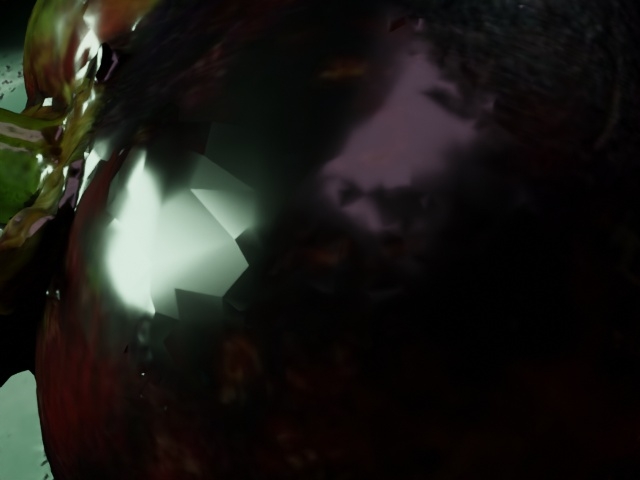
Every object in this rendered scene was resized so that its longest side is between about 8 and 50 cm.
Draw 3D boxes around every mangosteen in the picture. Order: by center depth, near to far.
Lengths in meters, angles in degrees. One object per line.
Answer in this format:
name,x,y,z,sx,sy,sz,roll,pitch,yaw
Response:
mangosteen,0.000,0.000,0.630,0.359,0.306,0.306,32,43,-18

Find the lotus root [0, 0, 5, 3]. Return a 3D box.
lotus root,-0.221,-0.176,1.035,0.183,0.078,0.203,-11,39,14
